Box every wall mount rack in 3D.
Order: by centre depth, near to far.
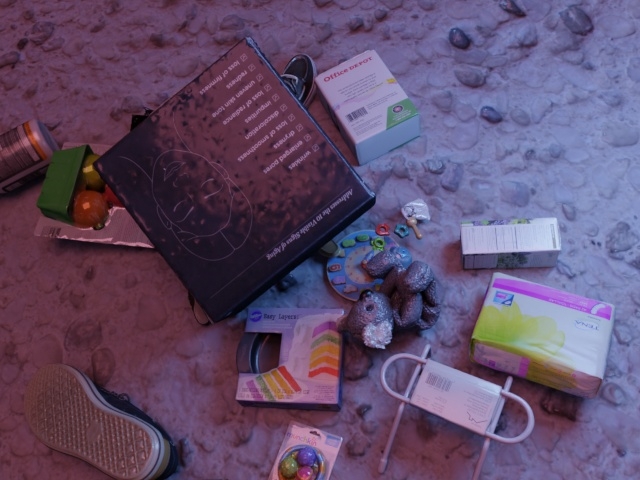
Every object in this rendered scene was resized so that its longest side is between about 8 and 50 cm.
[{"bbox_3d":[0.282,0.411,1.533,0.350,0.130,0.304,20,65,20],"label":"wall mount rack"}]

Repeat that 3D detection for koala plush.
[{"bbox_3d":[0.154,0.169,1.620,0.221,0.203,0.196,-33,26,-23],"label":"koala plush"}]

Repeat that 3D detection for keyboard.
[{"bbox_3d":[-0.500,-0.361,2.138,0.192,0.038,0.100,7,88,13],"label":"keyboard"}]

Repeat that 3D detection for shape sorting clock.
[{"bbox_3d":[0.116,0.063,1.786,0.206,0.040,0.206,-5,62,9],"label":"shape sorting clock"}]

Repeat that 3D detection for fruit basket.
[{"bbox_3d":[-0.618,-0.134,1.994,0.353,0.165,0.327,7,64,-3],"label":"fruit basket"}]

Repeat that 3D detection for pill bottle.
[{"bbox_3d":[-0.947,-0.241,2.083,0.278,0.162,0.162,-28,61,-5],"label":"pill bottle"}]

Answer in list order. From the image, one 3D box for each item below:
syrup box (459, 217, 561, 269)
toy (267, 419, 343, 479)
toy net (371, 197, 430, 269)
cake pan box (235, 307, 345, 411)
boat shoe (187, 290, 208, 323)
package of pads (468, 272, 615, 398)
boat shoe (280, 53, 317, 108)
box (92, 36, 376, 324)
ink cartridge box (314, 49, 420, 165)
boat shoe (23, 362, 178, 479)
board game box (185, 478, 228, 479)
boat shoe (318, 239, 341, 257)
[{"bbox_3d":[0.472,0.009,1.714,0.236,0.093,0.096,-3,62,9],"label":"syrup box"},{"bbox_3d":[-0.053,0.540,1.565,0.136,0.056,0.237,15,67,16],"label":"toy"},{"bbox_3d":[0.210,-0.028,1.786,0.122,0.045,0.232,27,52,3],"label":"toy net"},{"bbox_3d":[-0.073,0.289,1.693,0.266,0.070,0.246,1,61,11],"label":"cake pan box"},{"bbox_3d":[-0.328,0.170,1.820,0.046,0.038,0.125,-2,60,-38],"label":"boat shoe"},{"bbox_3d":[0.507,0.215,1.568,0.296,0.101,0.229,15,49,19],"label":"package of pads"},{"bbox_3d":[-0.091,-0.439,2.040,0.121,0.119,0.335,7,65,15],"label":"boat shoe"},{"bbox_3d":[-0.191,-0.134,1.671,0.480,0.297,0.472,-38,85,4],"label":"box"},{"bbox_3d":[0.134,-0.386,1.970,0.201,0.117,0.278,-27,62,-3],"label":"ink cartridge box"},{"bbox_3d":[-0.541,0.449,1.659,0.500,0.156,0.187,18,72,32],"label":"boat shoe"},{"bbox_3d":[-0.315,0.566,1.497,0.165,0.243,0.042,-4,80,9],"label":"board game box"},{"bbox_3d":[0.000,0.000,1.824,0.050,0.045,0.135,-46,51,-14],"label":"boat shoe"}]
